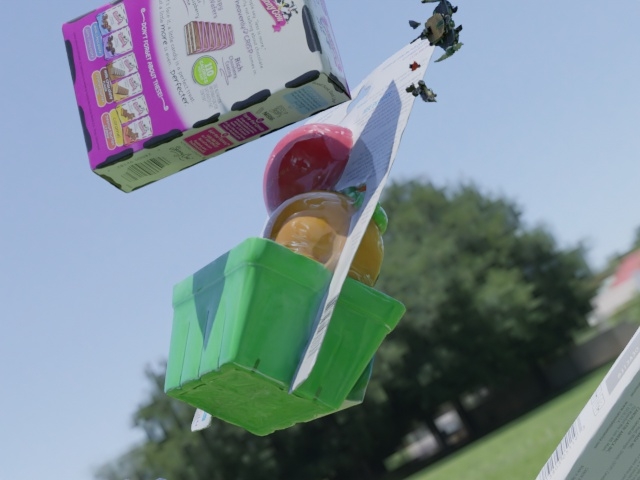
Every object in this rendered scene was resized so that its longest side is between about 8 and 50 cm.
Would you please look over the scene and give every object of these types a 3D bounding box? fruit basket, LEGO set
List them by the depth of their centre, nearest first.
[{"bbox_3d":[0.082,-0.137,1.204,0.023,0.054,0.083,-4,-48,-33],"label":"LEGO set"},{"bbox_3d":[0.000,0.000,1.588,0.353,0.165,0.327,-64,15,-24],"label":"fruit basket"}]

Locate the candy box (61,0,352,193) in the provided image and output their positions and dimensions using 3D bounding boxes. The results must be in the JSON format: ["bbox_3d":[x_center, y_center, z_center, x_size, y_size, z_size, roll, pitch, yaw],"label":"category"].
[{"bbox_3d":[-0.104,-0.160,1.554,0.233,0.159,0.071,-21,-24,17],"label":"candy box"}]

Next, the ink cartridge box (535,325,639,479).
[{"bbox_3d":[0.306,0.178,1.338,0.181,0.225,0.056,-60,11,21],"label":"ink cartridge box"}]

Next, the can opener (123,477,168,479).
[{"bbox_3d":[-0.108,0.196,1.231,0.059,0.073,0.186,11,2,-26],"label":"can opener"}]
